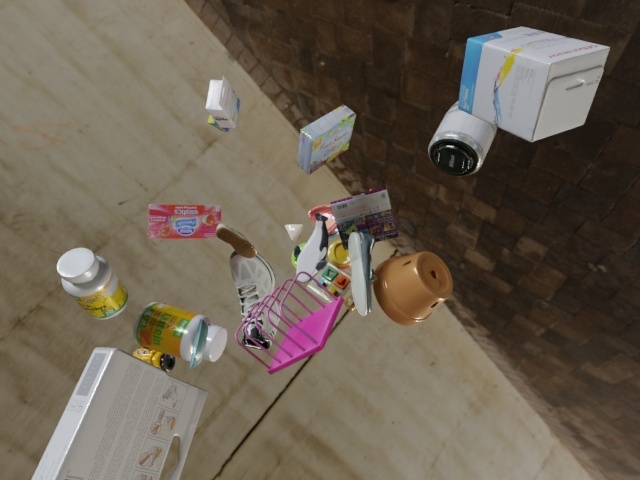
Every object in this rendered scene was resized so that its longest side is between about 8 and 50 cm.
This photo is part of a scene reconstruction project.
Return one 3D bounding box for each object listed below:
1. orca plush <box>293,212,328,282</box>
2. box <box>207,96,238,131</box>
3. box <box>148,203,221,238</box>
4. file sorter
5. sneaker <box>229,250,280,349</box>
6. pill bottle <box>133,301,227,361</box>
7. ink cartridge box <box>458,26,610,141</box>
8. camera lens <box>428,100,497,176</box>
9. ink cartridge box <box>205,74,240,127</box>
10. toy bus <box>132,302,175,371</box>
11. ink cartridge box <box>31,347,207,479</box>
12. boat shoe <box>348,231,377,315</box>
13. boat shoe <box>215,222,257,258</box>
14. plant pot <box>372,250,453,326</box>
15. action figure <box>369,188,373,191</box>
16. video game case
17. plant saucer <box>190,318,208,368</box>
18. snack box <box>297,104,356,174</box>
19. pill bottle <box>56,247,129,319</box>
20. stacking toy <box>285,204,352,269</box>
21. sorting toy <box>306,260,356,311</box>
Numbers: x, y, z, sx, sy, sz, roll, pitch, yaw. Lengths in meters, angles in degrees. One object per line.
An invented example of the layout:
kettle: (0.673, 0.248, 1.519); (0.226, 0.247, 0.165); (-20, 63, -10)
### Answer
orca plush: (-0.022, 0.031, 1.734); (0.151, 0.287, 0.102); (6, -176, 25)
box: (-0.399, -0.553, 1.758); (0.043, 0.179, 0.105); (14, 180, 20)
box: (-0.506, -0.067, 1.590); (0.257, 0.128, 0.123); (0, 180, -20)
file sorter: (-0.108, 0.255, 1.346); (0.182, 0.202, 0.291); (42, 132, -11)
sneaker: (-0.263, 0.264, 1.737); (0.257, 0.169, 0.447); (-95, -9, -59)
pill bottle: (-0.410, 0.276, 1.258); (0.246, 0.136, 0.136); (12, 155, 14)
ink cartridge box: (0.536, -0.415, 1.106); (0.270, 0.198, 0.197); (50, 153, 46)
camera lens: (0.578, -0.415, 1.718); (0.220, 0.274, 0.219); (25, 154, 13)
ink cartridge box: (-0.326, -0.458, 1.406); (0.062, 0.104, 0.181); (6, 172, 6)
toy bus: (-0.566, 0.336, 1.475); (0.150, 0.220, 0.211); (-4, 105, 19)
ink cartridge box: (-0.359, 0.384, 0.781); (0.066, 0.296, 0.261); (-6, 144, 28)
boat shoe: (0.176, 0.124, 1.615); (0.116, 0.099, 0.319); (147, 119, -67)
boat shoe: (-0.284, -0.004, 1.452); (0.170, 0.063, 0.059); (43, -164, -32)
plant pot: (0.382, 0.171, 1.690); (0.291, 0.291, 0.203); (43, 135, -7)
action figure: (0.257, -0.186, 1.861); (0.115, 0.030, 0.038); (42, -171, -19)
video game case: (0.177, -0.084, 1.701); (0.042, 0.232, 0.210); (-82, -25, -65)
plant saucer: (-0.288, 0.247, 1.012); (0.021, 0.119, 0.119); (13, 171, -18)
snack box: (0.019, -0.349, 1.475); (0.070, 0.207, 0.174); (42, 151, 18)
pill bottle: (-0.592, 0.112, 1.106); (0.118, 0.117, 0.208); (35, 150, 20)
stacking toy: (0.005, 0.014, 1.909); (0.130, 0.280, 0.308); (54, -162, -66)
sorting toy: (0.053, 0.206, 2.068); (0.348, 0.196, 0.047); (32, 162, 27)
